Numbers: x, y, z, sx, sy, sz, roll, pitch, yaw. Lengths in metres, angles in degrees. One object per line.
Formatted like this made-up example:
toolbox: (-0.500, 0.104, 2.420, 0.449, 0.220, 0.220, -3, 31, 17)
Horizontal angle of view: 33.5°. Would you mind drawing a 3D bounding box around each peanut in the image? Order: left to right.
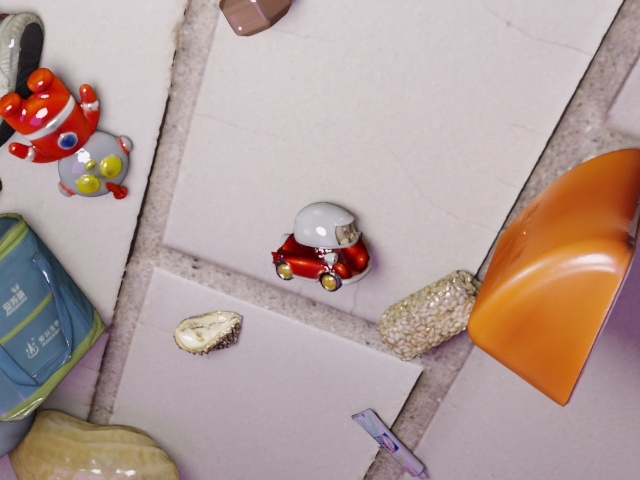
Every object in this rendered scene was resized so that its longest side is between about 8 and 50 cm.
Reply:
peanut: (-0.407, 0.392, 1.858, 0.340, 0.174, 0.158, 12, 146, 3)

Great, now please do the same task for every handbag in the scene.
handbag: (-0.498, 0.115, 1.624, 0.222, 0.263, 0.241, 4, 135, 46)

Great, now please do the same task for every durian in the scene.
durian: (-0.176, 0.150, 1.709, 0.130, 0.052, 0.066, -15, 82, 22)

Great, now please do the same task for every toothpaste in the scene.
toothpaste: (0.119, 0.340, 1.765, 0.045, 0.028, 0.170, -28, 113, 39)

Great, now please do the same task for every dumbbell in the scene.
dumbbell: (-0.121, -0.357, 1.269, 0.092, 0.082, 0.231, -17, 120, 25)

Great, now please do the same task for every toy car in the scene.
toy car: (0.000, 0.000, 1.501, 0.139, 0.112, 0.112, 7, 113, 23)

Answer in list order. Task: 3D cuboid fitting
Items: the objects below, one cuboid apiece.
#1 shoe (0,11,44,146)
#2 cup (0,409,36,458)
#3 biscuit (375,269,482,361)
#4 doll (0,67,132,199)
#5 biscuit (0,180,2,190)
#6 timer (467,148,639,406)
shoe: (-0.457, -0.229, 1.464, 0.112, 0.099, 0.227, 30, 125, 2)
cup: (-0.635, 0.228, 1.788, 0.205, 0.205, 0.312, -18, 121, 27)
biscuit: (0.164, 0.108, 1.549, 0.082, 0.070, 0.168, 42, 124, -21)
doll: (-0.344, -0.132, 1.484, 0.142, 0.076, 0.245, -36, 131, 0)
biscuit: (-0.584, -0.090, 1.628, 0.188, 0.052, 0.056, 6, 144, 12)
timer: (0.321, 0.026, 1.325, 0.161, 0.257, 0.250, 32, 131, 0)
